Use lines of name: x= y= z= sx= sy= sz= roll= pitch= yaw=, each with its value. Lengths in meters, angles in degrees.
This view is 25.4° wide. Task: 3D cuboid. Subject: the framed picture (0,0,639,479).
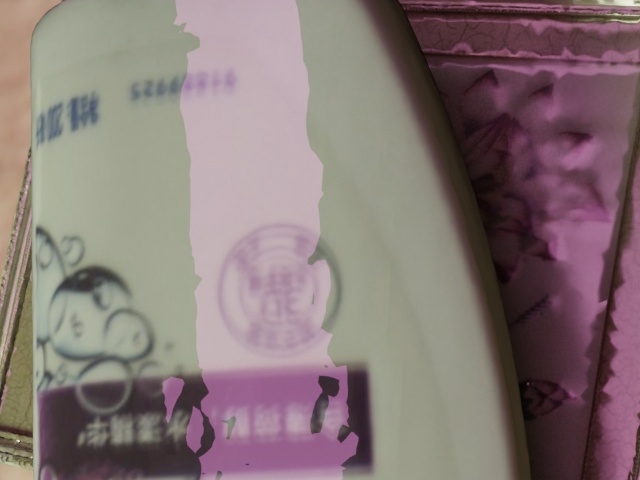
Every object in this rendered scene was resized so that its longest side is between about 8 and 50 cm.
framed picture: x=0.000 y=0.000 z=0.434 sx=0.231 sy=0.010 sz=0.173 roll=5 pitch=79 yaw=26

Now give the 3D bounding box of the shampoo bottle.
shampoo bottle: x=-0.009 y=0.108 z=0.363 sx=0.134 sy=0.078 sz=0.359 roll=-8 pitch=77 yaw=21
